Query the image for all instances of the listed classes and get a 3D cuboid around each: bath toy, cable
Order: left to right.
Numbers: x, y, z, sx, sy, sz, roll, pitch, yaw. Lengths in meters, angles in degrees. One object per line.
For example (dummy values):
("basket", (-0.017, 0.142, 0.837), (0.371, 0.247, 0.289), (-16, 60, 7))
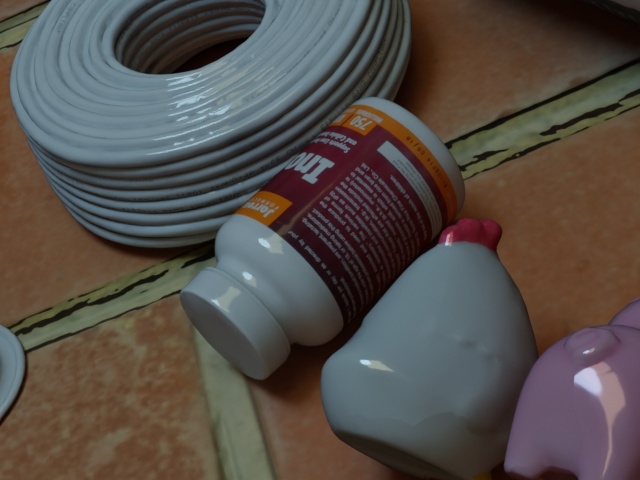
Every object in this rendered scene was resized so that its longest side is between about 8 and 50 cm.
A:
("cable", (-0.069, -0.114, 0.974), (0.257, 0.089, 0.257), (-18, 43, 8))
("bath toy", (0.159, 0.065, 0.659), (0.348, 0.151, 0.129), (8, 71, 40))

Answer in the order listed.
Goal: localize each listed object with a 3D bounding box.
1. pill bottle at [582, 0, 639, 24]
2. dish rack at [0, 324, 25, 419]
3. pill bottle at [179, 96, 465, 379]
("pill bottle", (0.228, -0.206, 0.845), (0.204, 0.204, 0.361), (-40, 45, -16))
("dish rack", (-0.365, 0.111, 0.905), (0.333, 0.072, 0.285), (13, 54, 33))
("pill bottle", (0.000, 0.000, 0.831), (0.086, 0.086, 0.152), (27, 63, 41))
